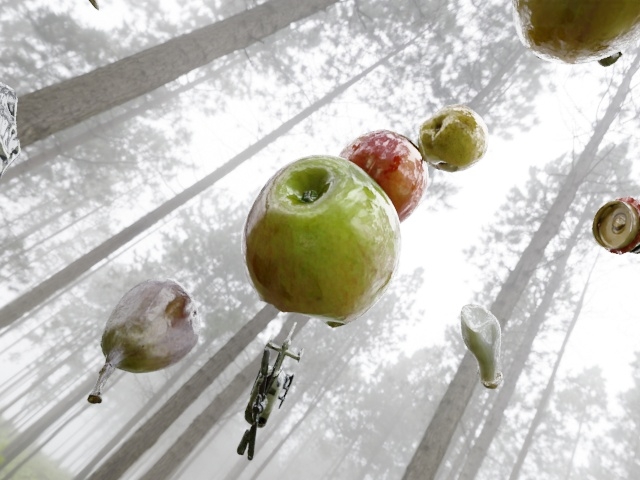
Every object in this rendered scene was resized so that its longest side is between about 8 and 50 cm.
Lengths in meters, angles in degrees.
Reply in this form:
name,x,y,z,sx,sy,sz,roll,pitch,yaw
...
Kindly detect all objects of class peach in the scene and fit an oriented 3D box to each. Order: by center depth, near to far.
name,x,y,z,sx,sy,sz,roll,pitch,yaw
peach,0.190,-0.196,1.457,0.369,0.370,0.370,29,-37,25

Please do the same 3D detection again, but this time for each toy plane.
name,x,y,z,sx,sy,sz,roll,pitch,yaw
toy plane,-0.040,0.116,0.337,0.031,0.049,0.121,22,-74,5

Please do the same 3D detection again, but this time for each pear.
name,x,y,z,sx,sy,sz,roll,pitch,yaw
pear,0.322,-0.248,1.025,0.177,0.178,0.178,29,-37,25

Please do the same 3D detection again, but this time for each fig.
name,x,y,z,sx,sy,sz,roll,pitch,yaw
fig,-0.324,0.182,0.742,0.145,0.274,0.170,-3,-70,12

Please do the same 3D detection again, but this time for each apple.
name,x,y,z,sx,sy,sz,roll,pitch,yaw
apple,0.000,0.000,0.855,0.339,0.339,0.340,29,-37,25

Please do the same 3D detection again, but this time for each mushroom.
name,x,y,z,sx,sy,sz,roll,pitch,yaw
mushroom,0.421,0.274,1.088,0.093,0.116,0.225,0,-63,40

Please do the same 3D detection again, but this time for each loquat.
name,x,y,z,sx,sy,sz,roll,pitch,yaw
loquat,0.586,-0.527,0.896,0.328,0.329,0.359,4,-31,46

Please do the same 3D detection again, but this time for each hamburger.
name,x,y,z,sx,sy,sz,roll,pitch,yaw
hamburger,0.881,-0.035,1.177,0.136,0.176,0.175,9,-38,-4

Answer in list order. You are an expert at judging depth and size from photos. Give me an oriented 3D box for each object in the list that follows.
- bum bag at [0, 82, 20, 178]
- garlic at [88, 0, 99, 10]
name,x,y,z,sx,sy,sz,roll,pitch,yaw
bum bag,-0.474,-0.197,0.445,0.095,0.144,0.340,1,-25,22
garlic,-0.125,-0.281,0.330,0.090,0.198,0.128,44,-17,-4
